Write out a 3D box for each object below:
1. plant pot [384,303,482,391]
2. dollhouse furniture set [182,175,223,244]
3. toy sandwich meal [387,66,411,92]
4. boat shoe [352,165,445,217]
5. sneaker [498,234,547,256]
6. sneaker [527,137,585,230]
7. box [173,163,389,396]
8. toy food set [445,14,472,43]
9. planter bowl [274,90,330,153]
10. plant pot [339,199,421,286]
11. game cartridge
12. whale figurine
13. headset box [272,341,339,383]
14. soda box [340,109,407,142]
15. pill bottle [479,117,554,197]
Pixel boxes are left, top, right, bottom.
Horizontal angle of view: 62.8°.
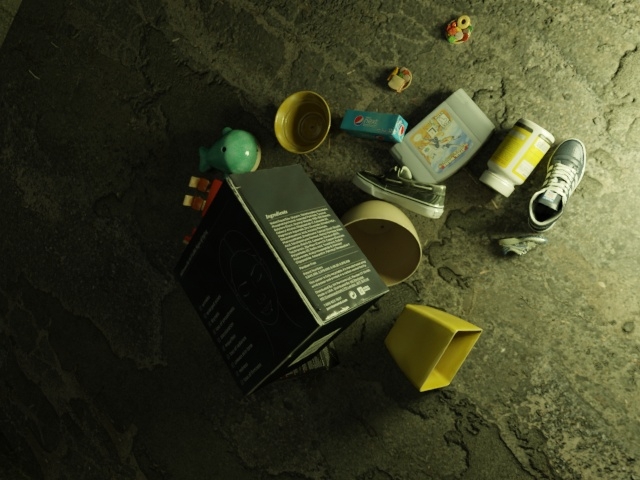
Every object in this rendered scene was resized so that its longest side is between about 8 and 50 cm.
[{"bbox_3d":[0.324,0.305,1.587,0.187,0.212,0.212,35,103,35],"label":"plant pot"},{"bbox_3d":[-0.410,-0.098,1.972,0.262,0.135,0.259,23,98,24],"label":"dollhouse furniture set"},{"bbox_3d":[0.258,-0.531,1.726,0.086,0.029,0.085,-1,88,25],"label":"toy sandwich meal"},{"bbox_3d":[0.252,-0.176,1.652,0.335,0.121,0.119,26,107,33],"label":"boat shoe"},{"bbox_3d":[0.598,0.016,1.545,0.135,0.052,0.058,-5,96,33],"label":"sneaker"},{"bbox_3d":[0.658,-0.157,1.458,0.099,0.153,0.282,24,99,23],"label":"sneaker"},{"bbox_3d":[-0.142,0.116,1.549,0.471,0.297,0.480,55,134,15],"label":"box"},{"bbox_3d":[0.435,-0.660,1.651,0.083,0.020,0.082,-15,82,24],"label":"toy food set"},{"bbox_3d":[-0.046,-0.404,1.833,0.217,0.090,0.217,0,89,26],"label":"planter bowl"},{"bbox_3d":[0.168,-0.018,1.646,0.284,0.284,0.190,-21,35,23],"label":"plant pot"},{"bbox_3d":[0.385,-0.306,1.649,0.297,0.062,0.198,-41,68,19],"label":"game cartridge"},{"bbox_3d":[-0.358,-0.320,1.951,0.272,0.141,0.216,-2,88,26],"label":"whale figurine"},{"bbox_3d":[-0.109,0.368,1.831,0.293,0.110,0.218,-21,80,23],"label":"headset box"},{"bbox_3d":[0.173,-0.374,1.715,0.210,0.067,0.071,17,86,36],"label":"soda box"},{"bbox_3d":[0.565,-0.237,1.524,0.119,0.119,0.208,39,104,21],"label":"pill bottle"}]
